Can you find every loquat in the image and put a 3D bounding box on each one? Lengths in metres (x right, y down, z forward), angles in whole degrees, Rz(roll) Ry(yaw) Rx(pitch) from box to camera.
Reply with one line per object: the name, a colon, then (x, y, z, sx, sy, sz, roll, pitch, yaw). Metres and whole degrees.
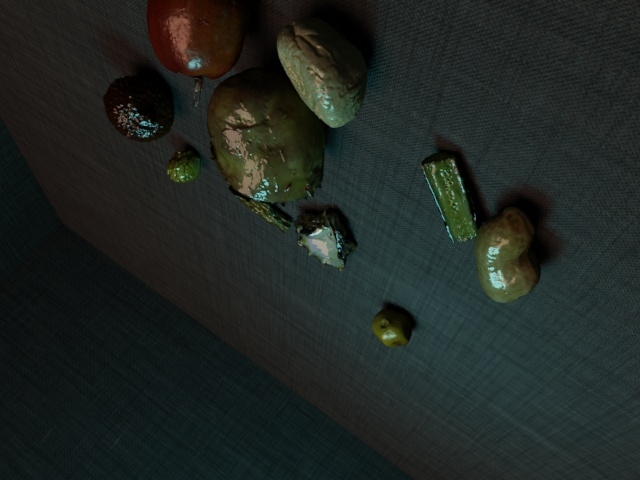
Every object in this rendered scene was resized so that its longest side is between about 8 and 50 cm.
loquat: (0.221, 0.274, 1.942, 0.137, 0.113, 0.137, 22, 160, 9)

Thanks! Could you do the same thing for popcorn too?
popcorn: (-0.433, -0.237, 1.998, 0.116, 0.120, 0.106, 20, 115, 22)

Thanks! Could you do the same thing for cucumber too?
cucumber: (0.279, -0.096, 1.333, 0.078, 0.062, 0.211, -16, 121, 20)

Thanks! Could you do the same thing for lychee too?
lychee: (-0.510, -0.373, 1.791, 0.238, 0.200, 0.200, 32, 158, 51)

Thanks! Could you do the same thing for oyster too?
oyster: (0.005, -0.006, 1.813, 0.198, 0.092, 0.260, 35, 163, 11)

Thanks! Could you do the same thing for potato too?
potato: (-0.101, -0.255, 1.393, 0.301, 0.288, 0.237, 60, 143, 25)

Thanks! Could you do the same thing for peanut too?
peanut: (0.390, 0.030, 1.313, 0.137, 0.122, 0.253, 17, 142, 39)

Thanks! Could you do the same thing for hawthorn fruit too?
hawthorn fruit: (-0.250, -0.418, 1.298, 0.211, 0.211, 0.299, 20, 118, 35)

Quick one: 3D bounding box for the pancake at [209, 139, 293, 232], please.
pancake: (-0.202, -0.169, 1.868, 0.197, 0.054, 0.376, 8, 142, 50)

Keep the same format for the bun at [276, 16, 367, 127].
bun: (0.010, -0.334, 1.214, 0.220, 0.134, 0.220, 57, 177, 5)
